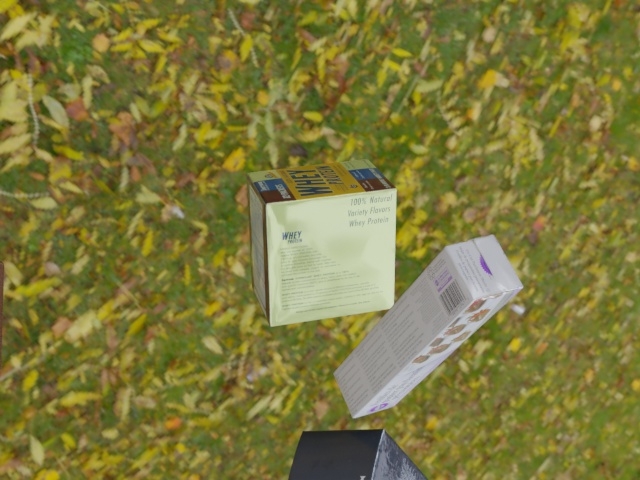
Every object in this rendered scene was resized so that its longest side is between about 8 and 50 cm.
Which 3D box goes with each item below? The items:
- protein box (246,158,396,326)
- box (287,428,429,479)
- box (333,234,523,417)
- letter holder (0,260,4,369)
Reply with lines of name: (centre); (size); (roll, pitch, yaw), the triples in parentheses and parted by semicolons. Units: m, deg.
protein box: (0.000, 0.000, 1.428); (0.200, 0.136, 0.201); (-8, 116, -14)
box: (0.068, 0.392, 1.473); (0.207, 0.153, 0.108); (54, 40, -39)
box: (0.104, 0.102, 1.009); (0.063, 0.067, 0.324); (-12, 154, -27)
letter holder: (-0.576, 0.110, 1.148); (0.302, 0.151, 0.214); (-22, 150, 25)
